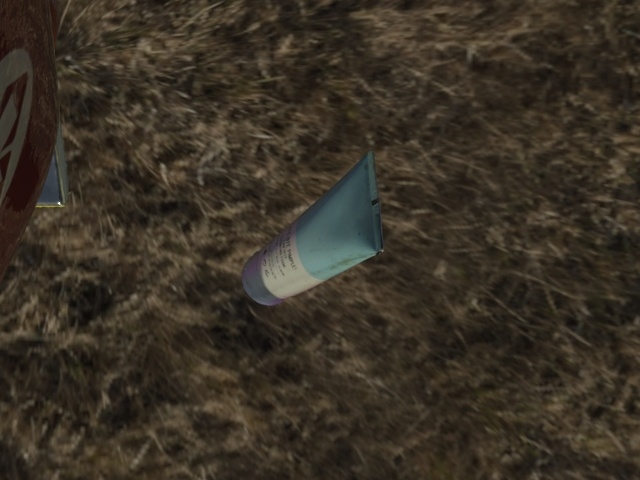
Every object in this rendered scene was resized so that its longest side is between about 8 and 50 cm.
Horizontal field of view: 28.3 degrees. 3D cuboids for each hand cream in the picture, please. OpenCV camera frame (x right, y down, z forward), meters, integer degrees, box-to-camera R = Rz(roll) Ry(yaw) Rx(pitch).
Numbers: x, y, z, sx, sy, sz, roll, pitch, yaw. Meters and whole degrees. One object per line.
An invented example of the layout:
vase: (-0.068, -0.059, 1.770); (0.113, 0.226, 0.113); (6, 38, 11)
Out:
hand cream: (0.000, 0.000, 1.419); (0.070, 0.312, 0.111); (4, 73, -25)

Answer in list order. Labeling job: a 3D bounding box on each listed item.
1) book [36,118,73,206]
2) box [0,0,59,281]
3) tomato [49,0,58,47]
book: (-0.380, -0.140, 0.911); (0.374, 0.028, 0.262); (0, 121, 4)
box: (-0.224, -0.056, 0.658); (0.108, 0.404, 0.263); (20, 67, 0)
tomato: (-0.435, -0.255, 1.435); (0.270, 0.270, 0.227); (52, 42, -14)
